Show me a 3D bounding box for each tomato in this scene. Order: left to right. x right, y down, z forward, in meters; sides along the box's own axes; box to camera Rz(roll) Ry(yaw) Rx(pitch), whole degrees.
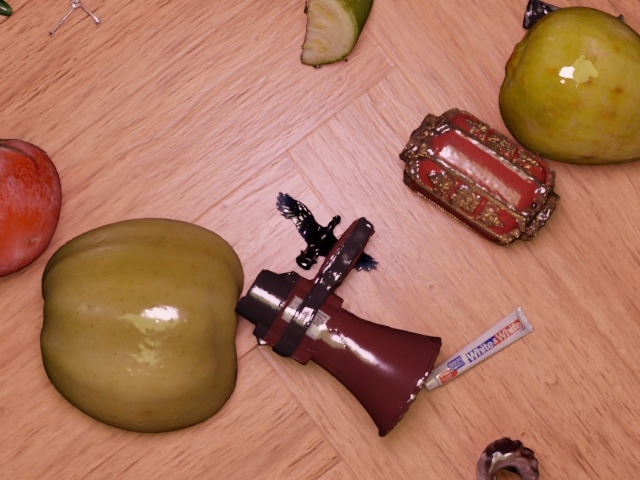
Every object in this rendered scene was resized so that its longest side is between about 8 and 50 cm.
[{"bbox_3d":[-0.567,-0.052,1.685,0.265,0.265,0.265,0,88,1],"label":"tomato"}]

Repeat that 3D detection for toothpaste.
[{"bbox_3d":[0.273,0.195,1.778,0.218,0.033,0.052,-33,92,-5],"label":"toothpaste"}]

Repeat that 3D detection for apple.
[{"bbox_3d":[-0.319,0.150,1.759,0.360,0.312,0.320,3,43,0],"label":"apple"}]

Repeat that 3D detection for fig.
[{"bbox_3d":[0.459,-0.239,1.686,0.326,0.258,0.258,24,88,-15],"label":"fig"}]

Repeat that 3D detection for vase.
[{"bbox_3d":[0.445,-0.386,1.783,0.167,0.059,0.059,11,88,1],"label":"vase"}]

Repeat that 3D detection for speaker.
[{"bbox_3d":[0.049,0.128,1.676,0.329,0.198,0.259,38,107,-3],"label":"speaker"}]

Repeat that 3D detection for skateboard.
[{"bbox_3d":[-0.444,-0.387,1.813,0.064,0.032,0.083,43,86,-8],"label":"skateboard"}]

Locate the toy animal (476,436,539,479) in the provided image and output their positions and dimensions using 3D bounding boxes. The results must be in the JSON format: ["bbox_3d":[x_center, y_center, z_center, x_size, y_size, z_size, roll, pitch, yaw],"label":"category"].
[{"bbox_3d":[0.385,0.502,1.683,0.344,0.194,0.303,15,93,-4],"label":"toy animal"}]

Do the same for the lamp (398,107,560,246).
[{"bbox_3d":[0.270,-0.109,1.723,0.274,0.177,0.177,32,89,2],"label":"lamp"}]

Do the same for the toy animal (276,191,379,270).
[{"bbox_3d":[0.000,0.000,1.781,0.220,0.062,0.108,34,71,3],"label":"toy animal"}]

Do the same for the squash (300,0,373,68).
[{"bbox_3d":[0.052,-0.470,1.807,0.111,0.203,0.289,13,53,3],"label":"squash"}]

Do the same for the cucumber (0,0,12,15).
[{"bbox_3d":[-0.633,-0.454,1.814,0.184,0.036,0.033,33,96,1],"label":"cucumber"}]
